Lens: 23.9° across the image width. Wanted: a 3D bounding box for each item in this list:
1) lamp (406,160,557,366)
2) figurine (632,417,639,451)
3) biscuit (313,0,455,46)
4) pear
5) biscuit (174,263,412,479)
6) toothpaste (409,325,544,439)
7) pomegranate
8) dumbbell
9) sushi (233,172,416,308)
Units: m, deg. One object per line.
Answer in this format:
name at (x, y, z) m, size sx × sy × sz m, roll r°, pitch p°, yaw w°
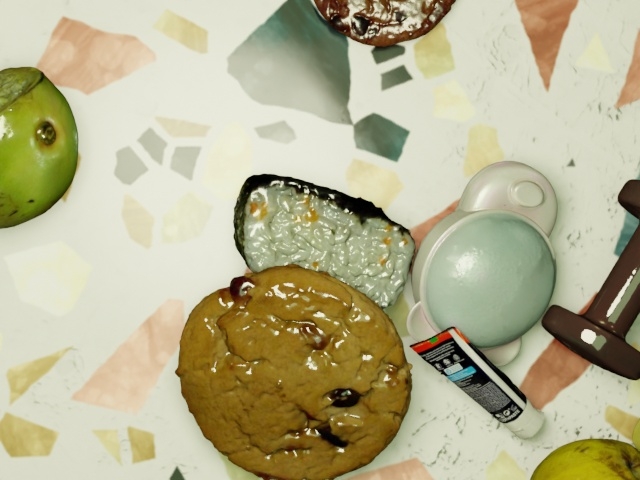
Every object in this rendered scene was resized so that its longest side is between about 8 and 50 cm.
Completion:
lamp at (0.210, 0.025, 1.815) m, size 0.180 × 0.108 × 0.246 m, roll 20°, pitch 93°, yaw -27°
figurine at (0.544, 0.177, 1.719) m, size 0.266 × 0.378 × 0.361 m, roll 10°, pitch 92°, yaw -3°
biscuit at (0.080, -0.331, 1.850) m, size 0.192 × 0.049 × 0.192 m, roll 0°, pitch 87°, yaw -3°
pear at (0.327, 0.313, 1.821) m, size 0.162 × 0.149 × 0.149 m, roll -38°, pitch 93°, yaw 21°
biscuit at (-0.030, 0.166, 1.779) m, size 0.296 × 0.075 × 0.295 m, roll 2°, pitch 119°, yaw 3°
toothpaste at (0.197, 0.170, 1.829) m, size 0.193 × 0.045 × 0.071 m, roll 41°, pitch 131°, yaw -23°
pomegranate at (-0.395, -0.088, 1.768) m, size 0.241 × 0.190 × 0.159 m, roll -23°, pitch 116°, yaw -3°
dumbbell at (0.377, 0.047, 1.826) m, size 0.140 × 0.124 × 0.225 m, roll 33°, pitch 89°, yaw -26°
sushi at (0.000, 0.000, 1.814) m, size 0.225 × 0.126 × 0.136 m, roll 24°, pitch 90°, yaw -4°
